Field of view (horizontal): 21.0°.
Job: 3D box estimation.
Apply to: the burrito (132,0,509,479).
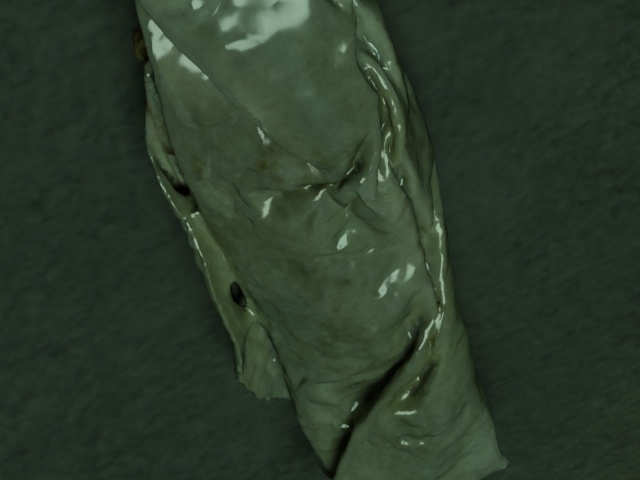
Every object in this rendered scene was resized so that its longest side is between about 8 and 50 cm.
[{"bbox_3d":[0.000,0.000,0.756,0.117,0.076,0.392,-19,135,0],"label":"burrito"}]
